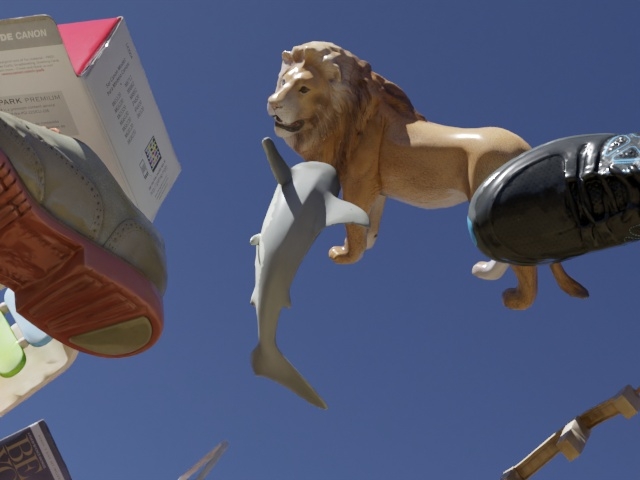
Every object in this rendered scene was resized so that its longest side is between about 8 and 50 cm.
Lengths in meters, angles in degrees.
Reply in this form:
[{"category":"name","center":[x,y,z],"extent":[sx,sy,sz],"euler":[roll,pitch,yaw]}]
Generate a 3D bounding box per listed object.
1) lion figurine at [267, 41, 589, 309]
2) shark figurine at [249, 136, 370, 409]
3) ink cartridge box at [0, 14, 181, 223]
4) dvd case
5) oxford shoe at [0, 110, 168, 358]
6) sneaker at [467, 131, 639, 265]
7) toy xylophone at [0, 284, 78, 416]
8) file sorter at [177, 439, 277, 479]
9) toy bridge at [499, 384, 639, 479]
[{"category":"lion figurine","center":[0.122,-0.079,1.512],"extent":[0.392,0.142,0.240],"euler":[12,-74,20]},{"category":"shark figurine","center":[-0.008,0.011,1.354],"extent":[0.116,0.278,0.166],"euler":[4,-32,17]},{"category":"ink cartridge box","center":[-0.347,-0.139,1.476],"extent":[0.310,0.130,0.271],"euler":[-3,-53,20]},{"category":"dvd case","center":[-0.445,0.366,1.865],"extent":[0.221,0.164,0.018],"euler":[-26,-15,-11]},{"category":"oxford shoe","center":[-0.288,-0.053,1.231],"extent":[0.141,0.146,0.397],"euler":[-23,-51,26]},{"category":"sneaker","center":[0.314,-0.059,1.360],"extent":[0.341,0.125,0.139],"euler":[-16,0,1]},{"category":"toy xylophone","center":[-0.452,0.149,1.701],"extent":[0.236,0.323,0.081],"euler":[38,-15,41]},{"category":"file sorter","center":[-0.064,0.356,1.348],"extent":[0.278,0.173,0.193],"euler":[40,-33,-3]},{"category":"toy bridge","center":[0.267,0.206,1.435],"extent":[0.026,0.063,0.188],"euler":[49,-61,2]}]
